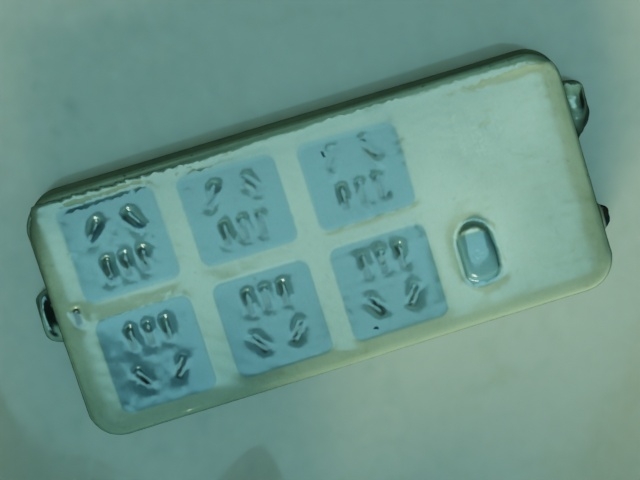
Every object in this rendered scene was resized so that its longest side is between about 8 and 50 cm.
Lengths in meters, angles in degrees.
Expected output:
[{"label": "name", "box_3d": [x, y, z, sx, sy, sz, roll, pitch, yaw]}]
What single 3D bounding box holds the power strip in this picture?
[{"label": "power strip", "box_3d": [0.000, 0.000, 0.616, 0.192, 0.035, 0.081, -17, 99, 1]}]
